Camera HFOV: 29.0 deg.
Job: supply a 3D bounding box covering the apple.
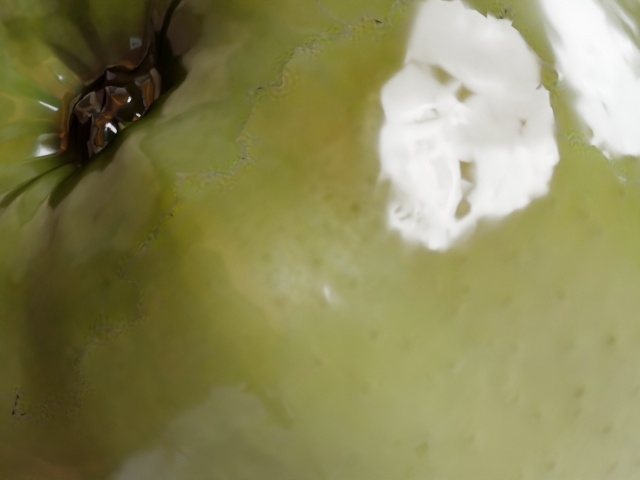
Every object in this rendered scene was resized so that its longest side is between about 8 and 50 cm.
[{"bbox_3d":[0.000,0.000,0.505,0.357,0.357,0.357,-35,171,-6],"label":"apple"}]
